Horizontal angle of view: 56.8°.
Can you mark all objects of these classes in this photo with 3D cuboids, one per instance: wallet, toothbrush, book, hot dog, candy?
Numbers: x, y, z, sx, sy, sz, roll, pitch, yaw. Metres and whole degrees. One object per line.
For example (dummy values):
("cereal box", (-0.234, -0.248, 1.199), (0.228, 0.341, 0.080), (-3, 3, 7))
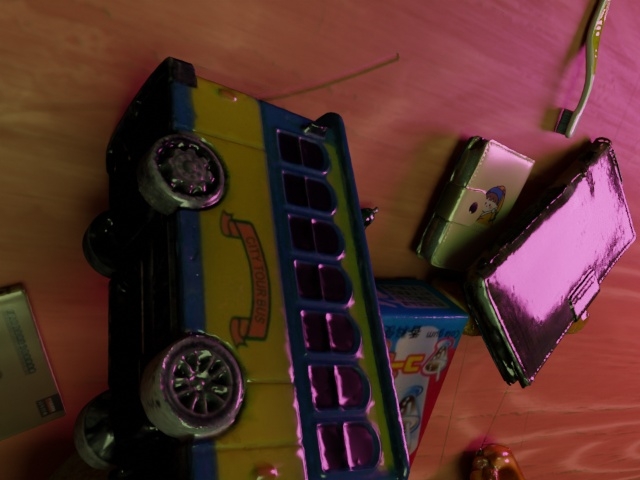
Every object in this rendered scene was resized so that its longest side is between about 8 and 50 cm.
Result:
("wallet", (0.178, -0.038, 0.691), (0.110, 0.039, 0.155), (13, 105, -40))
("toothbrush", (0.330, -0.250, 0.693), (0.022, 0.026, 0.263), (-4, 115, -40))
("book", (-0.318, 0.122, 0.461), (0.199, 0.016, 0.138), (-18, 121, -25))
("hot dog", (0.292, 0.420, 0.974), (0.104, 0.076, 0.250), (-54, 136, -25))
("candy", (0.039, 0.196, 0.678), (0.157, 0.100, 0.306), (6, 110, -35))
("hot dog", (0.250, 0.092, 0.781), (0.289, 0.083, 0.068), (9, 126, -36))
("wallet", (0.295, 0.018, 0.736), (0.317, 0.044, 0.169), (-40, 114, -29))

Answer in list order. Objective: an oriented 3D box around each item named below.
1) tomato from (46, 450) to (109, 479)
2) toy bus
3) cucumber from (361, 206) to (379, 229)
("tomato", (-0.118, 0.307, 0.496), (0.239, 0.303, 0.303), (-39, 131, -40))
("toy bus", (-0.061, 0.037, 0.414), (0.175, 0.287, 0.138), (10, 149, -36))
("cucumber", (0.000, 0.000, 0.597), (0.155, 0.037, 0.037), (-30, 126, -18))
